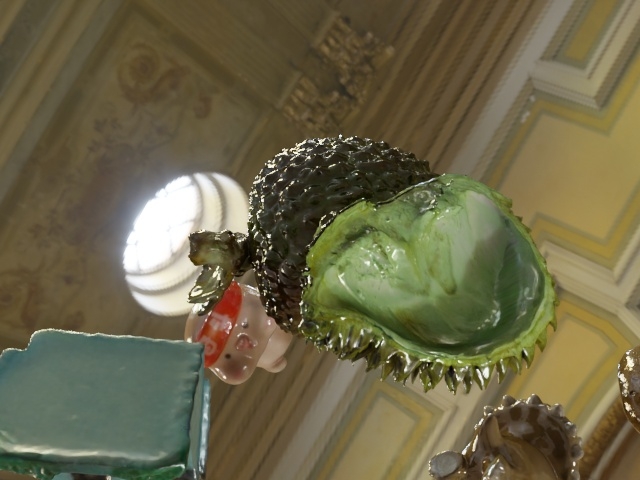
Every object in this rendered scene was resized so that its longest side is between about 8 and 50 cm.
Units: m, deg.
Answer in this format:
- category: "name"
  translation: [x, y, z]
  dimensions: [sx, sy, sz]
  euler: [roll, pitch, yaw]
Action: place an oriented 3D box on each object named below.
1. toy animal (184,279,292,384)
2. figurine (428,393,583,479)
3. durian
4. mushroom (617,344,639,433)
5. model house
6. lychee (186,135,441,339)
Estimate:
- category: "toy animal"
  translation: [-0.131, 0.139, 1.386]
  dimensions: [0.171, 0.197, 0.171]
  euler: [-3, -96, 33]
- category: "figurine"
  translation: [0.302, 0.315, 1.302]
  dimensions: [0.177, 0.247, 0.173]
  euler: [-15, -127, 55]
- category: "durian"
  translation: [0.120, 0.042, 0.847]
  dimensions: [0.163, 0.394, 0.198]
  euler: [6, -78, 43]
- category: "mushroom"
  translation: [0.456, 0.207, 1.160]
  dimensions: [0.094, 0.072, 0.210]
  euler: [-12, -149, 19]
- category: "model house"
  translation: [-0.296, 0.284, 1.146]
  dimensions: [0.280, 0.249, 0.230]
  euler: [6, -144, -2]
- category: "lychee"
  translation: [0.012, -0.001, 1.073]
  dimensions: [0.320, 0.270, 0.270]
  euler: [2, -109, 24]
